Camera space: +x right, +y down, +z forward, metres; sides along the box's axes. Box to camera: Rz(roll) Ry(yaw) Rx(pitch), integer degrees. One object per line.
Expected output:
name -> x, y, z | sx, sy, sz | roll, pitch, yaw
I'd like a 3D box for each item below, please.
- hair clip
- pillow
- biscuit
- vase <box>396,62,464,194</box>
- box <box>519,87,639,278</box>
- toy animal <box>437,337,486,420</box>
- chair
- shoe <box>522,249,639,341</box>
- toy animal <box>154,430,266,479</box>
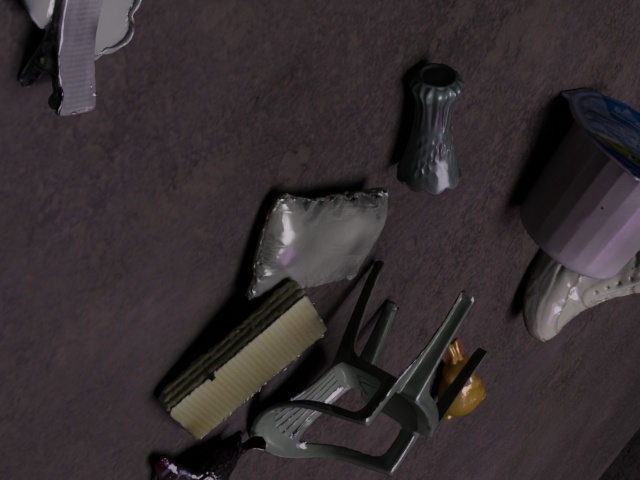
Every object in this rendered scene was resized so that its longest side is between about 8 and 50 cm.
hair clip -> -0.170, -0.202, 0.992 | 0.140, 0.054, 0.220 | -13, 128, -50
pillow -> 0.000, 0.000, 1.524 | 0.229, 0.051, 0.128 | -8, 123, -56
biscuit -> -0.086, 0.134, 1.496 | 0.199, 0.040, 0.121 | -40, 157, -6
vase -> 0.132, -0.135, 1.581 | 0.081, 0.081, 0.149 | -38, 145, -35
box -> 0.430, -0.055, 1.992 | 0.262, 0.291, 0.206 | 19, 123, -22
toy animal -> 0.218, 0.218, 2.151 | 0.083, 0.070, 0.159 | -43, 146, -25
chair -> 0.062, 0.183, 1.724 | 0.275, 0.190, 0.203 | -57, 155, -20
shoe -> 0.490, 0.045, 2.265 | 0.342, 0.210, 0.132 | -58, 155, 3
toy animal -> -0.138, 0.271, 1.596 | 0.202, 0.070, 0.105 | 19, 93, -57
